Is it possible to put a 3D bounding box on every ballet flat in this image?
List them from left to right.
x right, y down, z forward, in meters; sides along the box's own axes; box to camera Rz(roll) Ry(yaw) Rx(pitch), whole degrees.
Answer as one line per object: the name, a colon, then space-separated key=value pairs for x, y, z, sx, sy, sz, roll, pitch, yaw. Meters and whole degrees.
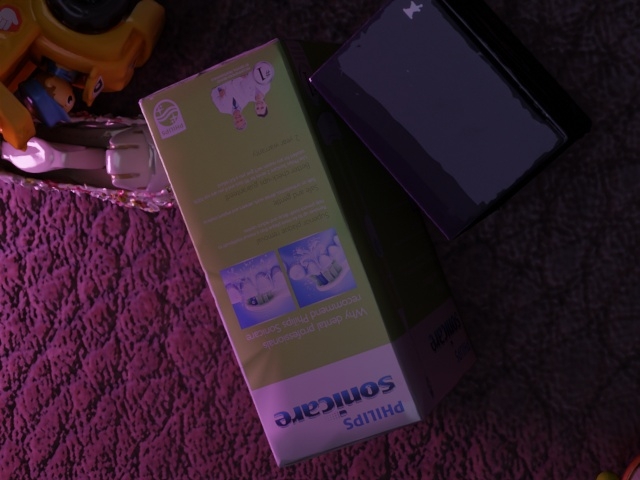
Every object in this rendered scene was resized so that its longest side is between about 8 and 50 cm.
ballet flat: x=-0.185 y=-0.068 z=1.146 sx=0.241 sy=0.077 sz=0.091 roll=1 pitch=97 yaw=17

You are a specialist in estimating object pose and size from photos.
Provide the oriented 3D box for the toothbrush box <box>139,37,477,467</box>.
toothbrush box: x=0.000 y=0.000 z=1.029 sx=0.122 sy=0.206 sz=0.283 roll=-22 pitch=91 yaw=18

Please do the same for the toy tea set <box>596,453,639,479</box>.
toy tea set: x=0.373 y=0.198 z=0.969 sx=0.336 sy=0.124 sz=0.200 roll=-28 pitch=80 yaw=18

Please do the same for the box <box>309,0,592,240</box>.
box: x=0.102 y=-0.100 z=0.983 sx=0.108 sy=0.207 sz=0.153 roll=-42 pitch=84 yaw=17

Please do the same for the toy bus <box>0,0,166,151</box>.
toy bus: x=-0.259 y=-0.144 z=1.071 sx=0.220 sy=0.149 sz=0.211 roll=24 pitch=77 yaw=-7
